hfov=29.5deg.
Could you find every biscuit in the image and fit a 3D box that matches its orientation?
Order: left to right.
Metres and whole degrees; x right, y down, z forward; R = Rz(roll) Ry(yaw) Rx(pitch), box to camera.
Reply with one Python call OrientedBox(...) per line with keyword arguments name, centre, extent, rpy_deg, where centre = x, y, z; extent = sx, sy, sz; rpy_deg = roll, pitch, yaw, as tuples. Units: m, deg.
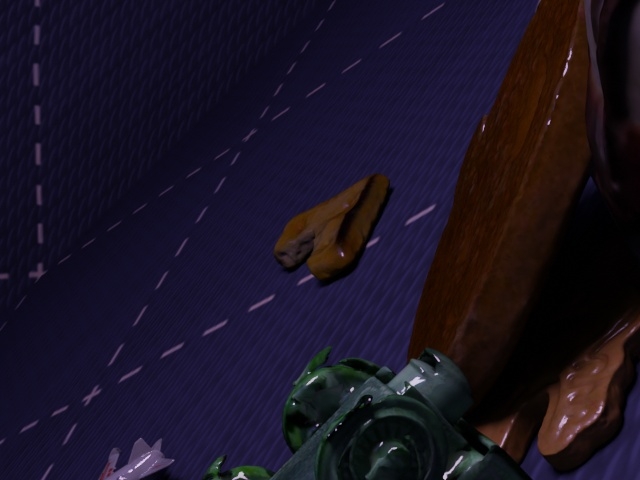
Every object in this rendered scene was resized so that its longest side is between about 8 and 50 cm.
OrientedBox(name="biscuit", centre=(0.000, 0.000, 1.510), extent=(0.183, 0.039, 0.174), rpy_deg=(-27, 26, 42))
OrientedBox(name="biscuit", centre=(0.158, -0.036, 0.995), extent=(0.314, 0.063, 0.367), rpy_deg=(-79, 9, -78))
OrientedBox(name="biscuit", centre=(0.196, 0.079, 0.928), extent=(0.144, 0.040, 0.236), rpy_deg=(-14, 36, 47))

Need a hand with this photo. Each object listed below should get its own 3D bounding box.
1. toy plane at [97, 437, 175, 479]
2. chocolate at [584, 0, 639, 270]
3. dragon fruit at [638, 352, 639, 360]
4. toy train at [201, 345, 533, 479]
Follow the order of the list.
OrientedBox(name="toy plane", centre=(-0.230, 0.283, 1.310), extent=(0.171, 0.065, 0.162), rpy_deg=(-47, 19, -6))
OrientedBox(name="chocolate", centre=(0.260, -0.129, 0.695), extent=(0.283, 0.186, 0.284), rpy_deg=(-24, 31, 15))
OrientedBox(name="dragon fruit", centre=(0.276, 0.058, 0.671), extent=(0.192, 0.122, 0.092), rpy_deg=(-32, 11, 34))
OrientedBox(name="toy train", centre=(0.026, 0.193, 0.769), extent=(0.243, 0.188, 0.132), rpy_deg=(-44, 14, -5))
